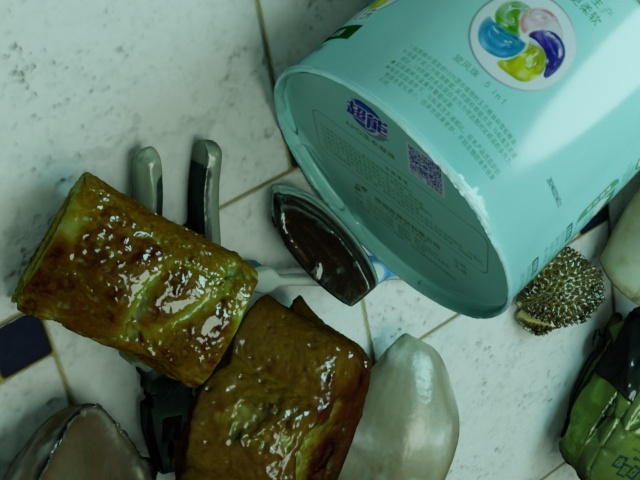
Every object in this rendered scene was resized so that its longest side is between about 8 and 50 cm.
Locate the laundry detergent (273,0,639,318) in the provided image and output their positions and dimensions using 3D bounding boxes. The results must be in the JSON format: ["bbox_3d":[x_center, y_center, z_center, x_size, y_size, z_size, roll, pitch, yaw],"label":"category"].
[{"bbox_3d":[0.163,-0.133,1.130,0.305,0.287,0.287,-43,131,-17],"label":"laundry detergent"}]

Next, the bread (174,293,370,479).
[{"bbox_3d":[-0.053,0.176,1.155,0.247,0.135,0.232,-69,161,3],"label":"bread"}]

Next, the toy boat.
[{"bbox_3d":[0.000,0.000,1.199,0.059,0.066,0.140,-39,101,11],"label":"toy boat"}]

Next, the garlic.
[{"bbox_3d":[0.086,0.255,1.387,0.143,0.112,0.318,-26,136,-32],"label":"garlic"}]

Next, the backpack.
[{"bbox_3d":[0.408,0.207,1.606,0.207,0.140,0.253,29,97,-43],"label":"backpack"}]

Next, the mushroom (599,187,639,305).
[{"bbox_3d":[0.504,-0.073,1.440,0.315,0.315,0.356,23,81,-44],"label":"mushroom"}]

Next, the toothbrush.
[{"bbox_3d":[0.053,0.034,1.287,0.386,0.040,0.040,0,110,-40],"label":"toothbrush"}]

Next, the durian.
[{"bbox_3d":[0.299,0.065,1.491,0.140,0.071,0.110,-12,117,-42],"label":"durian"}]

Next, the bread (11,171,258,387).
[{"bbox_3d":[-0.152,0.038,1.035,0.172,0.103,0.132,29,94,-16],"label":"bread"}]

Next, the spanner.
[{"bbox_3d":[-0.135,0.067,1.142,0.095,0.040,0.325,-10,115,-36],"label":"spanner"}]

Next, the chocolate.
[{"bbox_3d":[-0.247,0.264,1.076,0.261,0.083,0.161,-65,145,-39],"label":"chocolate"}]
